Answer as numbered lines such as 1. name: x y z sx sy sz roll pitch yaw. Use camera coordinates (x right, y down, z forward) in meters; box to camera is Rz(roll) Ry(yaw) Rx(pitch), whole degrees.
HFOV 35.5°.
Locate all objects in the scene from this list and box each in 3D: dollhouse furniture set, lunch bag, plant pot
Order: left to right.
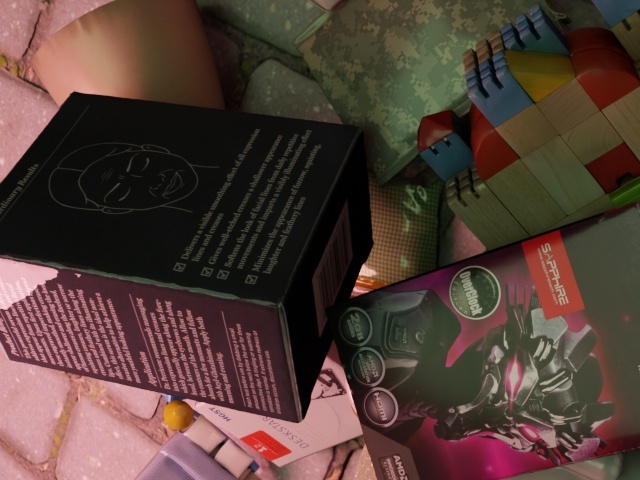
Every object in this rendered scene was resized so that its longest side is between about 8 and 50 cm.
1. plant pot: -0.239 -0.184 1.453 0.256 0.256 0.274 -29 87 32
2. dollhouse furniture set: -0.170 0.401 1.376 0.303 0.286 0.198 42 152 4
3. dollhouse furniture set: 0.000 0.000 1.358 0.302 0.151 0.197 5 98 32
4. lunch bag: 0.149 -0.240 1.225 0.287 0.169 0.235 -39 72 28

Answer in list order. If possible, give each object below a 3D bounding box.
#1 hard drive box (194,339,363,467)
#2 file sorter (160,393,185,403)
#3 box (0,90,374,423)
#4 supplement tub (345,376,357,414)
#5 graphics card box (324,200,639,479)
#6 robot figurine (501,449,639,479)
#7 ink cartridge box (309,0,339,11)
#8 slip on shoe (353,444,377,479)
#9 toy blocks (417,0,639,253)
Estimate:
1. hard drive box: -0.025 0.203 1.376 0.232 0.181 0.089 -29 35 32
2. file sorter: -0.214 0.143 1.533 0.104 0.118 0.170 17 104 33
3. box: -0.169 0.007 1.192 0.396 0.293 0.212 10 137 16
4. supplement tub: 0.138 0.162 1.257 0.144 0.200 0.144 3 96 33
5. graphics card box: 0.206 0.123 1.048 0.371 0.094 0.232 -20 84 29
6. robot figurine: 0.291 0.320 1.176 0.353 0.200 0.300 15 135 30
7. ink cartridge box: 0.020 -0.512 1.201 0.279 0.160 0.384 -35 50 30
8. slip on shoe: 0.105 0.371 1.369 0.123 0.101 0.331 12 91 66
9. toy blocks: 0.257 -0.128 1.072 0.381 0.190 0.261 -33 118 24
